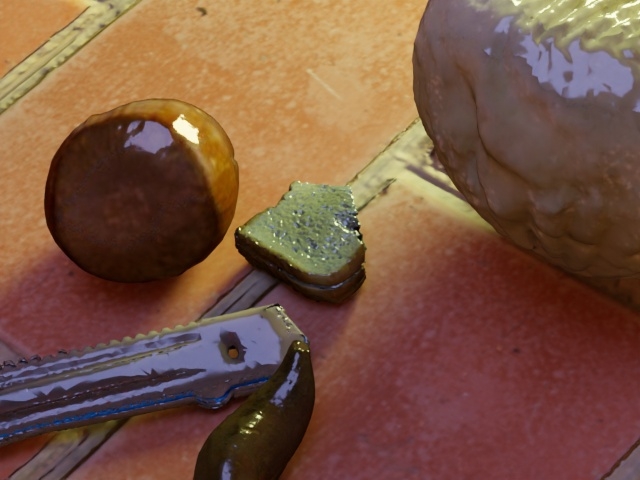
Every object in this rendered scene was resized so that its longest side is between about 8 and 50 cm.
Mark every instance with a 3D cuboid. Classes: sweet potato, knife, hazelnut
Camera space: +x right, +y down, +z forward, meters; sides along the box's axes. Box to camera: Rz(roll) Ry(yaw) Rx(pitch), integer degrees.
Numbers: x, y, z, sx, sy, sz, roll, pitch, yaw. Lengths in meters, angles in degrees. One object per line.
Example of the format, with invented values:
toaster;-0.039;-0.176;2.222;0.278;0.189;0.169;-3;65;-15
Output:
sweet potato;-0.056;0.178;1.344;0.069;0.059;0.249;10;55;6
knife;-0.184;0.118;1.441;0.365;0.043;0.089;-14;80;-2
hazelnut;-0.136;-0.045;1.513;0.150;0.150;0.150;-7;47;8

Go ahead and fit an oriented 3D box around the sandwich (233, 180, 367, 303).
sandwich;0.000;0.000;1.503;0.093;0.035;0.105;-39;52;-22

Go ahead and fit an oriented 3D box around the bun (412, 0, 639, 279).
bun;0.221;-0.106;1.408;0.349;0.227;0.352;-17;36;-34
